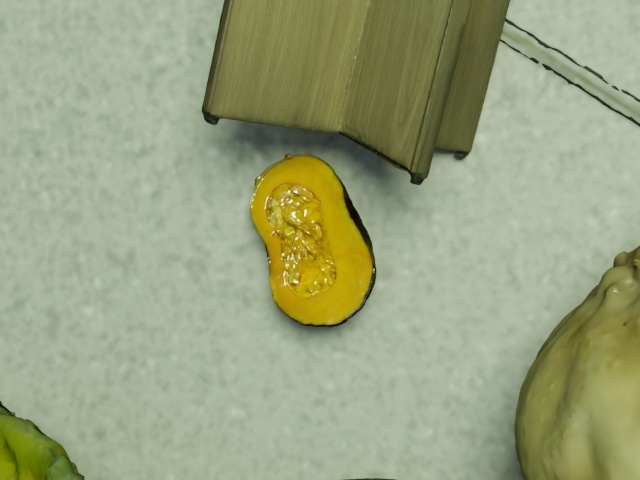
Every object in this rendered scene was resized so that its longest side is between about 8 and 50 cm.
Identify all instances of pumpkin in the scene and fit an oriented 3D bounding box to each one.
[{"bbox_3d":[0.000,0.000,0.660,0.050,0.028,0.083,-21,77,16],"label":"pumpkin"}]

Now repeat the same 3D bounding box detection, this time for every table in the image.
[{"bbox_3d":[0.033,-0.149,0.594,0.167,0.167,0.227,16,105,14],"label":"table"}]

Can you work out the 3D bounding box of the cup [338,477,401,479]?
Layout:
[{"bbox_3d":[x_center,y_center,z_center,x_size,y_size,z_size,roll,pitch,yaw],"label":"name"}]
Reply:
[{"bbox_3d":[0.023,0.173,0.597,0.150,0.199,0.199,-20,86,-4],"label":"cup"}]

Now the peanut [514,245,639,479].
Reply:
[{"bbox_3d":[0.256,0.022,0.523,0.387,0.169,0.192,-20,85,11],"label":"peanut"}]

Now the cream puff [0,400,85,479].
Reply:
[{"bbox_3d":[-0.175,0.154,0.597,0.281,0.282,0.185,24,87,13],"label":"cream puff"}]
